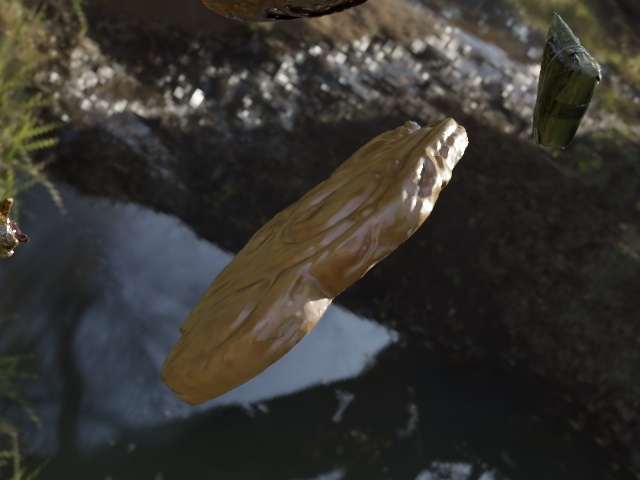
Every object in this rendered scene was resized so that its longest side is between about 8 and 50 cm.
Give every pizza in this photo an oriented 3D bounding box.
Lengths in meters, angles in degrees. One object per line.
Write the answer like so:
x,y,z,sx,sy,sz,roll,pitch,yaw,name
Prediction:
-0.410,-0.009,1.442,0.194,0.069,0.154,17,33,39,pizza

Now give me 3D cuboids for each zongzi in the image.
0.236,-0.160,1.259,0.052,0.104,0.113,6,38,-21,zongzi

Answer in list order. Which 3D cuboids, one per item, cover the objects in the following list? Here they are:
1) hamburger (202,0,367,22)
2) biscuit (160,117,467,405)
-0.026,-0.337,1.200,0.245,0.261,0.211,23,51,-81,hamburger
-0.003,-0.003,1.021,0.051,0.269,0.376,51,41,-11,biscuit
